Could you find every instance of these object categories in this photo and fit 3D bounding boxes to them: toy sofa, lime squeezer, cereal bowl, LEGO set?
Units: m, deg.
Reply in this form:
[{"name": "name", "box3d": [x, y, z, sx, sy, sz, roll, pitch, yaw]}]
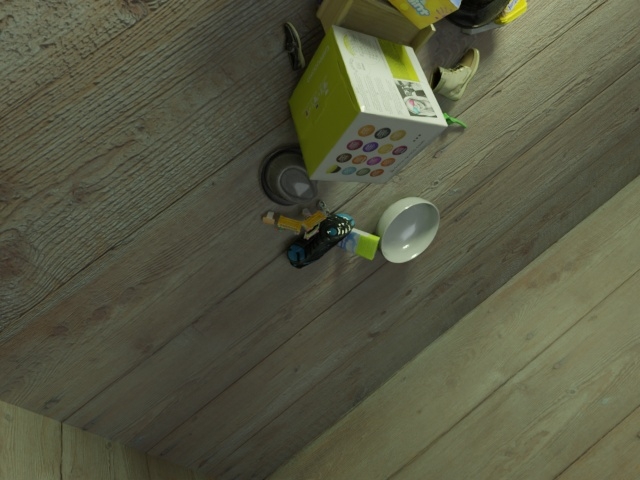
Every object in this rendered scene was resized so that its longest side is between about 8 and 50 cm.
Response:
[{"name": "toy sofa", "box3d": [0.176, -0.724, 1.328, 0.362, 0.177, 0.150, 1, 153, -32]}, {"name": "lime squeezer", "box3d": [0.548, -0.511, 1.827, 0.310, 0.059, 0.110, -19, 129, -21]}, {"name": "cereal bowl", "box3d": [0.397, -0.065, 1.986, 0.339, 0.141, 0.339, -16, 128, -22]}, {"name": "LEGO set", "box3d": [-0.093, -0.065, 1.703, 0.287, 0.132, 0.107, -15, 151, -19]}]

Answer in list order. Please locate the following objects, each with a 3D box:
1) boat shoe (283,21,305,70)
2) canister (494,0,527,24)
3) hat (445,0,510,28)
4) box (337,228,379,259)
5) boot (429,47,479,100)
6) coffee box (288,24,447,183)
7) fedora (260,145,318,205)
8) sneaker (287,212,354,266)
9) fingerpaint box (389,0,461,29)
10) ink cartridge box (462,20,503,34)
[{"name": "boat shoe", "box3d": [-0.091, -0.629, 1.345, 0.049, 0.056, 0.152, -35, 133, -13]}, {"name": "canister", "box3d": [0.701, -0.922, 1.539, 0.126, 0.073, 0.170, -36, 131, -3]}, {"name": "hat", "box3d": [0.534, -0.902, 1.402, 0.331, 0.134, 0.331, 0, 116, 1]}, {"name": "box", "box3d": [0.174, 0.009, 1.906, 0.042, 0.178, 0.109, -42, 149, -57]}, {"name": "boot", "box3d": [0.543, -0.692, 1.684, 0.165, 0.077, 0.213, 4, 121, -32]}, {"name": "coffee box", "box3d": [0.132, -0.420, 1.354, 0.334, 0.338, 0.337, -1, 155, -30]}, {"name": "fedora", "box3d": [-0.095, -0.224, 1.579, 0.243, 0.124, 0.275, -43, 133, 2]}, {"name": "sneaker", "box3d": [0.000, 0.000, 1.825, 0.341, 0.125, 0.140, -32, 159, -12]}, {"name": "fingerpaint box", "box3d": [0.235, -0.902, 1.148, 0.444, 0.163, 0.371, 23, 80, -30]}, {"name": "ink cartridge box", "box3d": [0.634, -0.987, 1.540, 0.175, 0.069, 0.371, -22, 132, -17]}]
